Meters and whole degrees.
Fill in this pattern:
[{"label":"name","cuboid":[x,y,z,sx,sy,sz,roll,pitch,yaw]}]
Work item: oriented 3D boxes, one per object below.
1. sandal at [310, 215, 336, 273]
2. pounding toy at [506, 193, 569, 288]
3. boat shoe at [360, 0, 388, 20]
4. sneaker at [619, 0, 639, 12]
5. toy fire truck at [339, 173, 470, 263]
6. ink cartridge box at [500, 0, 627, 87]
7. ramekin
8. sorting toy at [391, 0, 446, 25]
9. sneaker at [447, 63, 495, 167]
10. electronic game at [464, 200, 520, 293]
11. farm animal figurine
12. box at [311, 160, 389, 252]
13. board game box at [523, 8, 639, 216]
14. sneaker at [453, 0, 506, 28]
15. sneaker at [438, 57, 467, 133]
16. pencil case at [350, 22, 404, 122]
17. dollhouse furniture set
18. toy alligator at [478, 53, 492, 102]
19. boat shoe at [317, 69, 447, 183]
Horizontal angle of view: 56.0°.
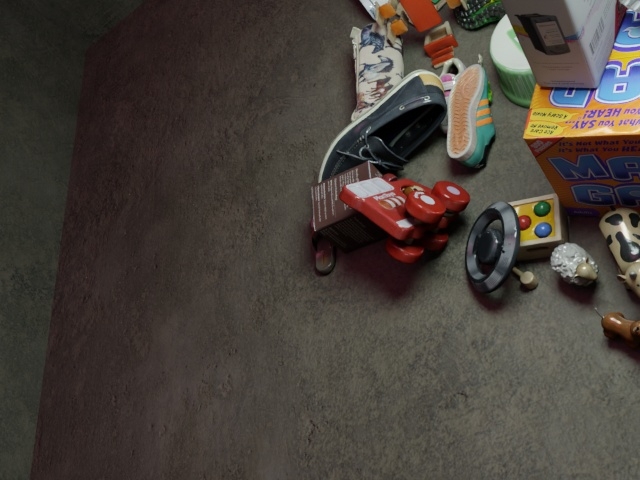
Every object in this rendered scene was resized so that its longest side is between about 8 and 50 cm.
[{"label":"sandal","cuboid":[0.000,0.000,1.877,0.090,0.060,0.219,-19,55,29]},{"label":"pounding toy","cuboid":[0.499,0.006,1.462,0.181,0.094,0.206,-11,59,33]},{"label":"boat shoe","cuboid":[0.183,-0.989,2.255,0.156,0.136,0.367,-36,51,17]},{"label":"sneaker","cuboid":[0.677,-0.418,1.064,0.115,0.105,0.281,-23,58,-27]},{"label":"toy fire truck","cuboid":[0.226,-0.095,1.587,0.254,0.302,0.169,40,128,25]},{"label":"ink cartridge box","cuboid":[0.459,-0.465,1.121,0.131,0.306,0.226,15,74,42]},{"label":"ramekin","cuboid":[0.614,-0.528,1.643,0.303,0.148,0.304,-19,55,29]},{"label":"sorting toy","cuboid":[0.354,-0.844,2.097,0.348,0.047,0.196,-45,46,8]},{"label":"sneaker","cuboid":[0.432,-0.344,1.698,0.108,0.121,0.302,-7,66,48]},{"label":"electronic game","cuboid":[0.420,0.017,1.476,0.229,0.048,0.229,-167,90,-78]},{"label":"farm animal figurine","cuboid":[0.686,0.047,1.239,0.330,0.172,0.327,-38,48,14]},{"label":"box","cuboid":[0.104,-0.094,1.776,0.203,0.168,0.167,-22,53,26]},{"label":"board game box","cuboid":[0.698,-0.282,1.290,0.356,0.356,0.357,5,69,40]},{"label":"sneaker","cuboid":[0.547,-0.737,1.857,0.146,0.134,0.343,-28,31,-27]},{"label":"sneaker","cuboid":[0.386,-0.435,1.792,0.102,0.111,0.252,-9,60,34]},{"label":"pencil case","cuboid":[0.180,-0.511,1.954,0.183,0.160,0.411,5,62,-3]},{"label":"dollhouse furniture set","cuboid":[0.334,-0.679,1.871,0.262,0.259,0.135,-17,53,31]},{"label":"toy alligator","cuboid":[0.470,-0.475,1.788,0.051,0.056,0.190,-21,54,27]},{"label":"boat shoe","cuboid":[0.176,-0.281,1.782,0.500,0.186,0.156,-42,43,24]}]
